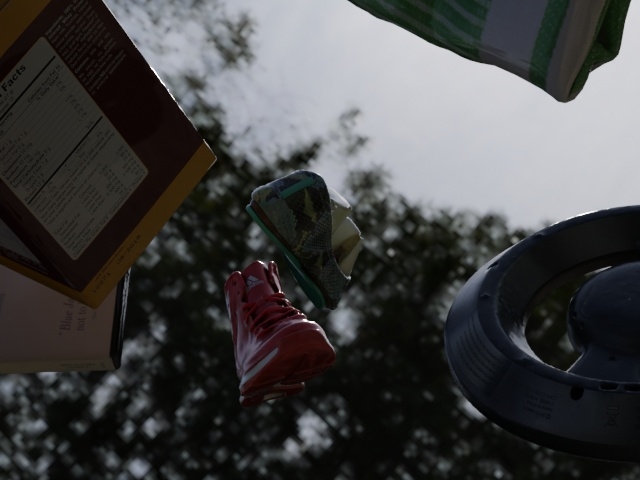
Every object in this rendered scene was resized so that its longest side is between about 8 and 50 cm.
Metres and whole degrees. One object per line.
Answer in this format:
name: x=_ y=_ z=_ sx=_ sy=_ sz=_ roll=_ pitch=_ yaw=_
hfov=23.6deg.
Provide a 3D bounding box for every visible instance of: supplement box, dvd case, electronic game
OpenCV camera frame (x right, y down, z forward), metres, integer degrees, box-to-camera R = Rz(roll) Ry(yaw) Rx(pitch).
supplement box: x=-0.207 y=-0.087 z=0.957 sx=0.129 sy=0.191 sz=0.194 roll=-53 pitch=-43 yaw=-19
dvd case: x=-0.265 y=0.019 z=1.137 sx=0.253 sy=0.180 sz=0.022 roll=-3 pitch=-35 yaw=5
electronic game: x=0.183 y=0.046 z=0.852 sx=0.229 sy=0.229 sz=0.048 roll=-31 pitch=-54 yaw=-31

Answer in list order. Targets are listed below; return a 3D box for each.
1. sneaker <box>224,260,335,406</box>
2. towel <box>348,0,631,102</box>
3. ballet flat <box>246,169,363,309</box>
sneaker: x=-0.053 y=0.074 z=1.401 sx=0.087 sy=0.128 sz=0.221 roll=-13 pitch=-13 yaw=-18
towel: x=0.009 y=-0.223 z=0.604 sx=0.038 sy=0.325 sz=0.248 roll=-18 pitch=-48 yaw=-49
ballet flat: x=0.000 y=0.000 z=1.121 sx=0.070 sy=0.070 sz=0.188 roll=-47 pitch=-19 yaw=-6
